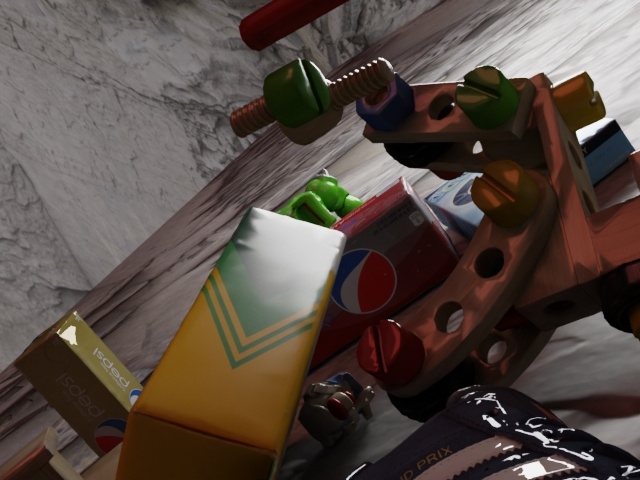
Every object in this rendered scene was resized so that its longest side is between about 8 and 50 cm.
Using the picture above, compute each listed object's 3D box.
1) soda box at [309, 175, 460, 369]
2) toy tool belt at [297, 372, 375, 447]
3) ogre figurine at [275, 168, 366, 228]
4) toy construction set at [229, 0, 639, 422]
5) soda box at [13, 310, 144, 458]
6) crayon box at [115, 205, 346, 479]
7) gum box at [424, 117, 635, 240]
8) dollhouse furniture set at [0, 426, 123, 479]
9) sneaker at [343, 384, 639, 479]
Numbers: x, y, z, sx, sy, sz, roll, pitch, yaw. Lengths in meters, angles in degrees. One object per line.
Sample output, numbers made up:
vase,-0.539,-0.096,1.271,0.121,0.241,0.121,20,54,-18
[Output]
soda box,0.004,0.053,0.900,0.263,0.092,0.083,-35,14,10
toy tool belt,0.017,0.124,0.711,0.051,0.052,0.083,-40,-6,-31
ogre figurine,0.000,0.000,1.037,0.197,0.118,0.097,-41,13,-16
toy construction set,0.120,-0.053,0.562,0.237,0.309,0.257,-22,28,35
soda box,-0.218,0.162,0.920,0.061,0.181,0.058,-35,14,14
crayon box,-0.064,0.135,0.587,0.323,0.083,0.203,-72,-2,-64
gum box,0.196,-0.061,0.897,0.157,0.041,0.184,-38,14,-1
dollhouse furniture set,-0.199,0.214,0.739,0.212,0.161,0.242,-39,13,-4
sneaker,0.101,0.113,0.355,0.350,0.131,0.148,-24,23,46
